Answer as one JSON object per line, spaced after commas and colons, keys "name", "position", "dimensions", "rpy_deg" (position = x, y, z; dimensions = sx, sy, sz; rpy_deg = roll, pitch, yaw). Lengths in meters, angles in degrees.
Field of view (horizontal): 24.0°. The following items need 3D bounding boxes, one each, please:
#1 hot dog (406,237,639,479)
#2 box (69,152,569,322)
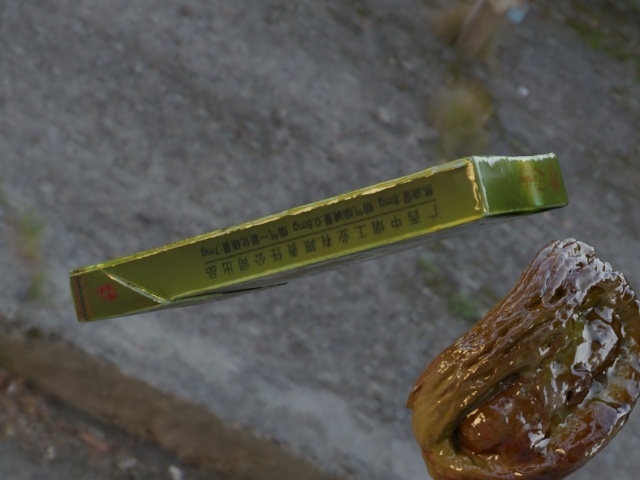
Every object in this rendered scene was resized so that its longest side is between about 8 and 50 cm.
{"name": "hot dog", "position": [0.199, 0.121, 1.366], "dimensions": [0.114, 0.259, 0.175], "rpy_deg": [8, -43, 55]}
{"name": "box", "position": [0.000, 0.000, 1.042], "dimensions": [0.173, 0.311, 0.043], "rpy_deg": [-7, 82, -64]}
